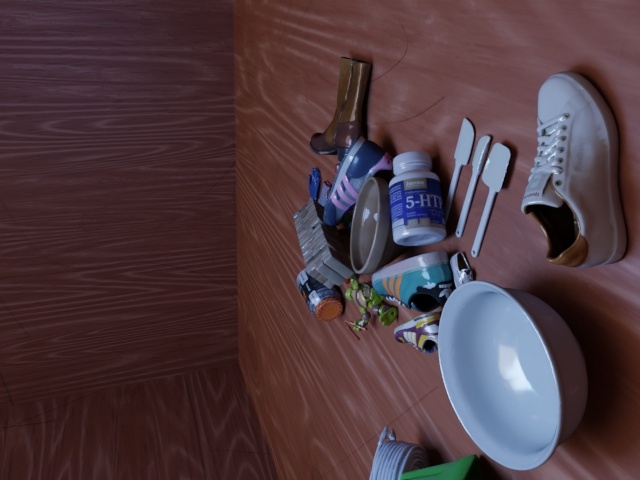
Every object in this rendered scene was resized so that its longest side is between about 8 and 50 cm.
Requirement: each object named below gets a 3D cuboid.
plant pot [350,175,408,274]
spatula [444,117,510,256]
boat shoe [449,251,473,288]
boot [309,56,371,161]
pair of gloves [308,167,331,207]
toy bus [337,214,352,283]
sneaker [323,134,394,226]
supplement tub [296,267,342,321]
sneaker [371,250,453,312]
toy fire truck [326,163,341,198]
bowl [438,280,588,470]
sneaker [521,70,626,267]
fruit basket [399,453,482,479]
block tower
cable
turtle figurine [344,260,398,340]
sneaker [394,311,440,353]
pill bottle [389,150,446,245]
[{"bbox_3d":[0.153,-0.030,1.263,0.237,0.110,0.237,-172,90,-81],"label":"plant pot"},{"bbox_3d":[0.294,-0.096,1.028,0.168,0.019,0.241,-124,33,-50],"label":"spatula"},{"bbox_3d":[0.293,0.070,1.065,0.035,0.035,0.100,111,153,-57],"label":"boat shoe"},{"bbox_3d":[0.048,-0.379,1.504,0.264,0.096,0.280,-137,45,-61],"label":"boot"},{"bbox_3d":[-0.004,-0.159,1.825,0.198,0.023,0.159,-124,35,-50],"label":"pair of gloves"},{"bbox_3d":[0.049,0.034,1.618,0.202,0.105,0.190,135,126,-65],"label":"toy bus"},{"bbox_3d":[0.098,-0.127,1.399,0.112,0.131,0.318,-56,-8,-37],"label":"sneaker"},{"bbox_3d":[-0.001,0.181,1.786,0.190,0.117,0.116,-122,32,-51],"label":"supplement tub"},{"bbox_3d":[0.205,0.113,1.211,0.302,0.108,0.120,138,122,-69],"label":"sneaker"},{"bbox_3d":[0.077,-0.159,1.563,0.192,0.047,0.135,-136,43,-59],"label":"toy fire truck"},{"bbox_3d":[0.329,0.204,0.859,0.298,0.134,0.297,173,90,-71],"label":"bowl"},{"bbox_3d":[0.343,-0.104,0.742,0.106,0.123,0.289,145,118,-70],"label":"sneaker"},{"bbox_3d":[0.312,0.624,0.974,0.393,0.283,0.391,1,91,27],"label":"fruit basket"},{"bbox_3d":[0.000,0.000,1.519,0.091,0.097,0.335,-43,29,16],"label":"block tower"},{"bbox_3d":[0.195,0.607,1.232,0.257,0.089,0.257,66,-148,-23],"label":"cable"},{"bbox_3d":[0.130,0.172,1.470,0.217,0.087,0.269,12,115,64],"label":"turtle figurine"},{"bbox_3d":[0.231,0.231,1.235,0.185,0.070,0.083,120,139,-62],"label":"sneaker"},{"bbox_3d":[0.205,-0.090,1.127,0.112,0.112,0.186,139,130,-66],"label":"pill bottle"}]
